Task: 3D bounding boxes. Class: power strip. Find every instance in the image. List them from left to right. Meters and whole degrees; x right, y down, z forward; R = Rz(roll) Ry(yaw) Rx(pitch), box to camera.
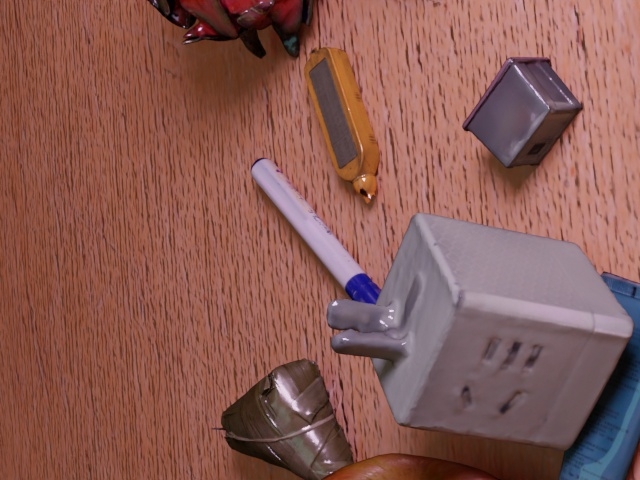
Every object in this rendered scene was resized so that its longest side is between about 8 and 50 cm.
[{"bbox_3d":[0.026,-0.120,1.352,0.049,0.028,0.178,-36,64,45],"label":"power strip"},{"bbox_3d":[0.116,0.070,1.078,0.139,0.224,0.140,-110,37,-55],"label":"power strip"}]

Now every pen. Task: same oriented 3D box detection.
[{"bbox_3d":[0.000,0.000,1.387,0.269,0.033,0.033,51,128,37],"label":"pen"}]

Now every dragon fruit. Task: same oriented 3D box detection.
[{"bbox_3d":[-0.088,-0.303,1.357,0.193,0.274,0.192,-31,24,22],"label":"dragon fruit"}]

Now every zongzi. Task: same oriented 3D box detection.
[{"bbox_3d":[-0.035,0.240,1.414,0.189,0.081,0.178,-43,69,49],"label":"zongzi"}]

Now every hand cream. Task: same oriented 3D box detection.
[{"bbox_3d":[0.241,0.143,1.098,0.083,0.048,0.224,21,102,48],"label":"hand cream"}]

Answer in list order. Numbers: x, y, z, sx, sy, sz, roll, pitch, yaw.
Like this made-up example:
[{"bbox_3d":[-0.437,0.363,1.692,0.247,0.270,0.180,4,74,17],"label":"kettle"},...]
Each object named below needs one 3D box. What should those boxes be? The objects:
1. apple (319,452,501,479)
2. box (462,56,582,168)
[{"bbox_3d":[0.076,0.320,1.148,0.242,0.242,0.241,17,111,49],"label":"apple"},{"bbox_3d":[0.179,-0.111,1.145,0.063,0.060,0.084,54,129,28],"label":"box"}]
